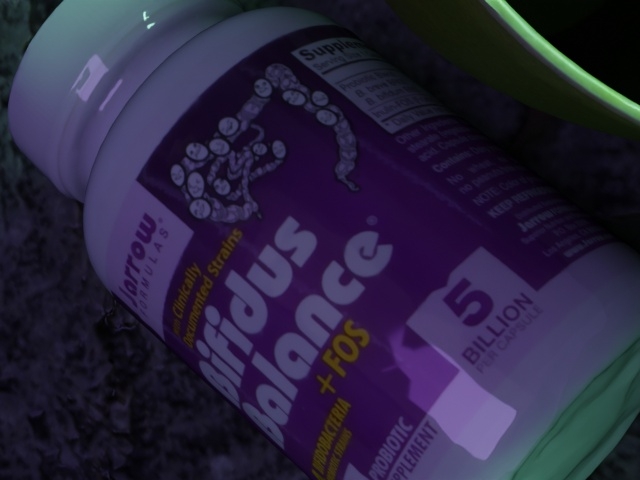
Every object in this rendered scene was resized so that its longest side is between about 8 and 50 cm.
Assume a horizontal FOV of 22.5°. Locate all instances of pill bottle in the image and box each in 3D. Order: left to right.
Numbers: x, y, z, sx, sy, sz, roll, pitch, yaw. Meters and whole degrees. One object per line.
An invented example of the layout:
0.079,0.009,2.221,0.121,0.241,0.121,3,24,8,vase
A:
0.000,0.000,0.732,0.301,0.169,0.169,40,114,22,pill bottle

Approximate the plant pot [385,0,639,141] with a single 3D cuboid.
0.110,-0.156,0.569,0.275,0.293,0.274,0,90,-11,plant pot
